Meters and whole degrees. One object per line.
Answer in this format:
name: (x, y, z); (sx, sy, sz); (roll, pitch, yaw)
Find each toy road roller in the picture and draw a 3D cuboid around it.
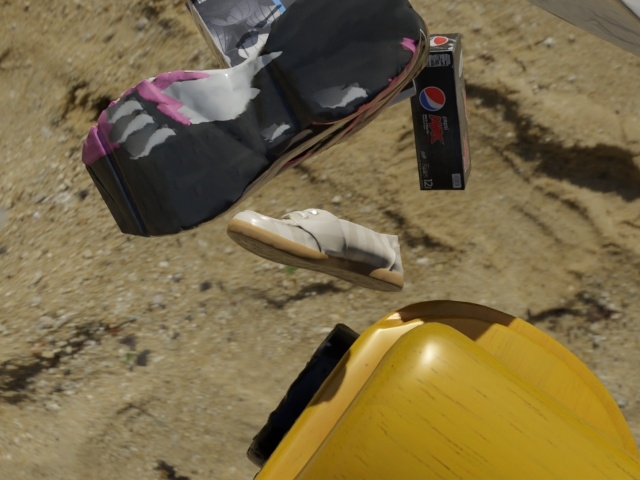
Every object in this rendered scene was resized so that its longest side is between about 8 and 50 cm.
toy road roller: (0.020, 0.173, 0.487); (0.202, 0.240, 0.329); (35, 66, 5)

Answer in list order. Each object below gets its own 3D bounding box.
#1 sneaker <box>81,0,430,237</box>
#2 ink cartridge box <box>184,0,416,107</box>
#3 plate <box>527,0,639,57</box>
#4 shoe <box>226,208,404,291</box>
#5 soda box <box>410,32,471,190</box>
sneaker: (-0.023, -0.053, 0.494); (0.077, 0.178, 0.072); (-9, 78, -67)
ink cartridge box: (-0.040, -0.237, 1.189); (0.165, 0.332, 0.065); (-27, 136, -6)
plate: (0.100, -0.181, 0.613); (0.278, 0.277, 0.045); (14, 111, -51)
shoe: (0.000, 0.000, 1.036); (0.219, 0.077, 0.058); (19, 80, -42)
soda box: (0.133, -0.142, 1.198); (0.060, 0.053, 0.169); (-63, 149, -55)
